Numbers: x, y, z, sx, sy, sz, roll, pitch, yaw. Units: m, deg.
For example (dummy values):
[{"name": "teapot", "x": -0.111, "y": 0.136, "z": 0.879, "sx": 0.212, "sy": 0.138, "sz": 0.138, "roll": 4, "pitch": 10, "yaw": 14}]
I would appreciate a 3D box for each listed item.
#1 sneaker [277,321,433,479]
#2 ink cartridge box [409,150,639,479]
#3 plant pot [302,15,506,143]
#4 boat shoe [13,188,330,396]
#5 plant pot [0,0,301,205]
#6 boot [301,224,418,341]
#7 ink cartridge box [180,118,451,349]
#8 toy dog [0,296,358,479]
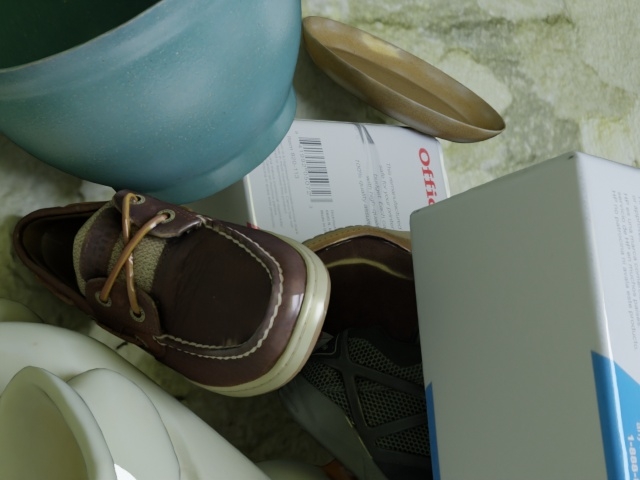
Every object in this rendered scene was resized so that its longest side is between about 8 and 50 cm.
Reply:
[{"name": "sneaker", "x": 0.090, "y": 0.147, "z": 0.991, "sx": 0.227, "sy": 0.130, "sz": 0.087, "roll": 43, "pitch": 2, "yaw": 8}, {"name": "ink cartridge box", "x": 0.268, "y": 0.118, "z": 1.002, "sx": 0.395, "sy": 0.166, "sz": 0.285, "roll": 10, "pitch": 69, "yaw": -42}, {"name": "plant pot", "x": 0.081, "y": -0.161, "z": 1.367, "sx": 0.236, "sy": 0.032, "sz": 0.236, "roll": 26, "pitch": 19, "yaw": -10}, {"name": "boat shoe", "x": -0.127, "y": 0.025, "z": 0.965, "sx": 0.123, "sy": 0.342, "sz": 0.123, "roll": 22, "pitch": 88, "yaw": -35}, {"name": "plant pot", "x": -0.134, "y": -0.151, "z": 1.059, "sx": 0.196, "sy": 0.293, "sz": 0.293, "roll": 61, "pitch": 41, "yaw": -35}, {"name": "boot", "x": 0.078, "y": 0.087, "z": 1.080, "sx": 0.248, "sy": 0.090, "sz": 0.207, "roll": -10, "pitch": 56, "yaw": -31}, {"name": "ink cartridge box", "x": 0.000, "y": 0.000, "z": 1.256, "sx": 0.283, "sy": 0.117, "sz": 0.207, "roll": -1, "pitch": 78, "yaw": -47}, {"name": "toy dog", "x": -0.121, "y": 0.242, "z": 0.968, "sx": 0.408, "sy": 0.284, "sz": 0.395, "roll": 29, "pitch": 13, "yaw": -38}]
